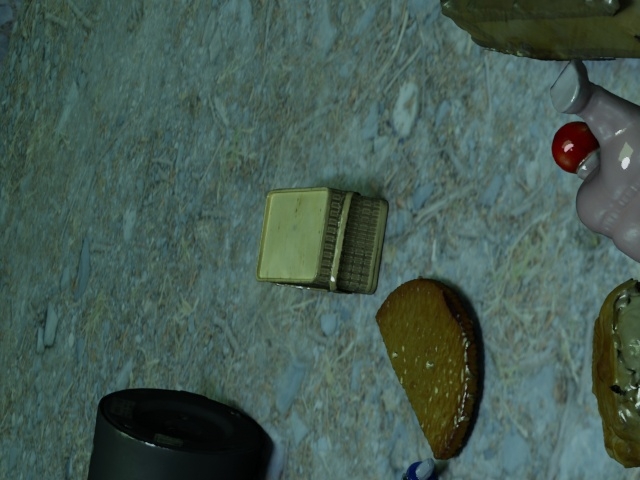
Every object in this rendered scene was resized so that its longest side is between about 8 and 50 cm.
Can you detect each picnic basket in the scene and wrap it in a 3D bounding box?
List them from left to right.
[{"bbox_3d":[0.000,0.000,1.770,0.164,0.080,0.115,4,84,61],"label":"picnic basket"}]

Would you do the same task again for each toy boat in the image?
[{"bbox_3d":[0.224,-0.247,1.366,0.162,0.136,0.445,-56,21,-5],"label":"toy boat"}]

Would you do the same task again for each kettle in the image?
[{"bbox_3d":[-0.211,0.347,1.931,0.262,0.203,0.308,34,114,57],"label":"kettle"}]

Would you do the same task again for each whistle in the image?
[{"bbox_3d":[0.096,0.236,1.569,0.083,0.029,0.033,122,144,-55],"label":"whistle"}]

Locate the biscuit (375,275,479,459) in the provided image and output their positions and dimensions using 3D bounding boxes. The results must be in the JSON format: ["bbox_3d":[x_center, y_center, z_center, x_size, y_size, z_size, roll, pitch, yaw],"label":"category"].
[{"bbox_3d":[0.116,0.113,1.577,0.126,0.025,0.206,-60,36,34],"label":"biscuit"}]

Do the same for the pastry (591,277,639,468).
[{"bbox_3d":[0.258,0.107,1.236,0.153,0.081,0.153,-8,-90,-87],"label":"pastry"}]

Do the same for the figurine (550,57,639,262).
[{"bbox_3d":[0.286,-0.017,1.137,0.287,0.186,0.176,40,133,18],"label":"figurine"}]
